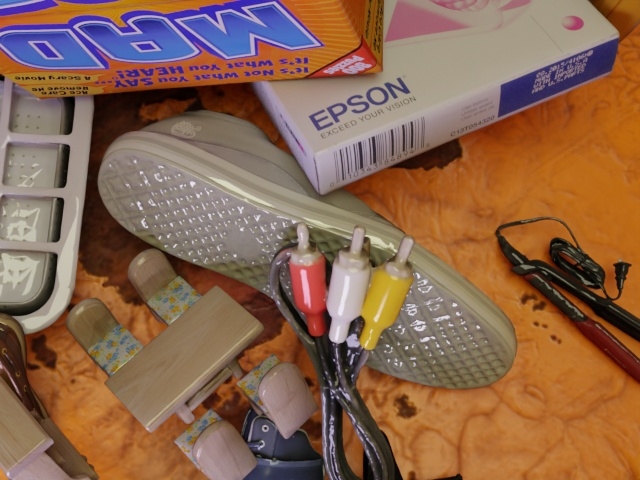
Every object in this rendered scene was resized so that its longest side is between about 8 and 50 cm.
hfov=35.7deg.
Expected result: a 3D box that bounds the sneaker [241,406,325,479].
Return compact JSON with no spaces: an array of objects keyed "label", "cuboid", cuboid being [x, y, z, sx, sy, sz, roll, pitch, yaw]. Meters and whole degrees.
[{"label":"sneaker","cuboid":[-0.104,0.237,0.944,0.226,0.086,0.163,4,86,-12]}]

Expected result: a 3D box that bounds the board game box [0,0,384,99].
[{"label":"board game box","cuboid":[-0.155,-0.354,0.818,0.357,0.356,0.356,-2,76,16]}]

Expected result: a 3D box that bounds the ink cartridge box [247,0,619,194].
[{"label":"ink cartridge box","cuboid":[0.071,-0.231,1.011,0.324,0.071,0.330,-24,56,-11]}]

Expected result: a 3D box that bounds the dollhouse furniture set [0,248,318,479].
[{"label":"dollhouse furniture set","cuboid":[-0.168,0.125,0.881,0.242,0.161,0.212,-42,52,-16]}]

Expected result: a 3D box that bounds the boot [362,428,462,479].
[{"label":"boot","cuboid":[0.092,0.245,0.987,0.099,0.045,0.121,0,84,-3]}]

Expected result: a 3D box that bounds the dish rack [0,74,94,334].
[{"label":"dish rack","cuboid":[-0.400,-0.050,0.998,0.333,0.072,0.285,4,78,-4]}]

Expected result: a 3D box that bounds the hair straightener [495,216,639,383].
[{"label":"hair straightener","cuboid":[0.285,0.051,1.054,0.230,0.047,0.089,39,77,9]}]

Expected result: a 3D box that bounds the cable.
[{"label":"cable","cuboid":[0.009,0.114,0.903,0.139,0.072,0.287,9,107,16]}]

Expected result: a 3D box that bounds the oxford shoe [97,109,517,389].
[{"label":"oxford shoe","cuboid":[0.000,0.000,0.990,0.449,0.169,0.130,28,41,0]}]

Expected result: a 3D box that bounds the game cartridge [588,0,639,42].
[{"label":"game cartridge","cuboid":[0.328,-0.341,0.997,0.053,0.323,0.285,20,76,-3]}]

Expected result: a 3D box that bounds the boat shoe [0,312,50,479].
[{"label":"boat shoe","cuboid":[-0.297,0.159,0.933,0.064,0.060,0.178,-8,109,1]}]
